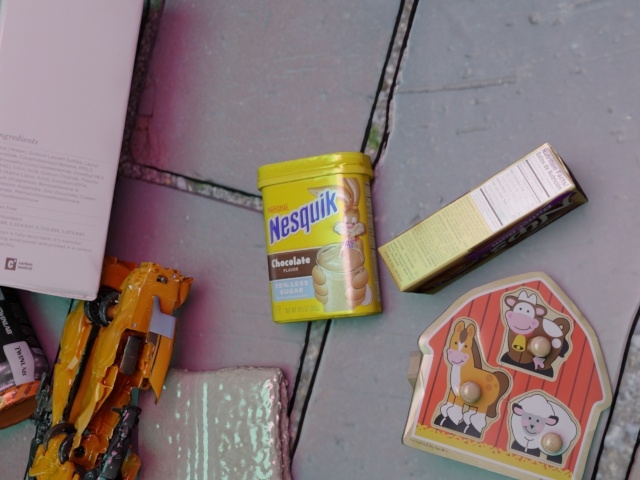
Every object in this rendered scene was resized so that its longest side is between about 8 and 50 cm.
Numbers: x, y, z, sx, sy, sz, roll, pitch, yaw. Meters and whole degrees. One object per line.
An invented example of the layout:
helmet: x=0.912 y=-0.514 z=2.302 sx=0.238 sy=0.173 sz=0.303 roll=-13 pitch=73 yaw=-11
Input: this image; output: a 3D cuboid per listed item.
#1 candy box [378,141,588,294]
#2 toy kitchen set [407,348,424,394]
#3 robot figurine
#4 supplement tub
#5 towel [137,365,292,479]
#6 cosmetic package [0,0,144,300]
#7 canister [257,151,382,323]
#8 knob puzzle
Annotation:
candy box: x=0.159 y=-0.015 z=0.811 sx=0.187 sy=0.109 sz=0.053 roll=-32 pitch=73 yaw=17
toy kitchen set: x=0.135 y=0.132 z=0.833 sx=0.075 sy=0.083 sz=0.068 roll=-11 pitch=39 yaw=23
robot figurine: x=-0.241 y=0.164 z=0.943 sx=0.211 sy=0.085 sz=0.290 roll=6 pitch=79 yaw=51
supplement tub: x=-0.415 y=0.133 z=1.047 sx=0.117 sy=0.117 sz=0.190 roll=-38 pitch=71 yaw=16
towel: x=-0.117 y=0.281 z=0.939 sx=0.187 sy=0.049 sz=0.282 roll=-4 pitch=82 yaw=23
cosmetic package: x=-0.324 y=-0.140 z=0.966 sx=0.217 sy=0.156 sz=0.384 roll=8 pitch=87 yaw=60
canister: x=0.000 y=0.000 z=0.900 sx=0.126 sy=0.073 sz=0.169 roll=-8 pitch=83 yaw=24
knob puzzle: x=0.185 y=0.120 z=0.785 sx=0.213 sy=0.030 sz=0.213 roll=1 pitch=80 yaw=-4
